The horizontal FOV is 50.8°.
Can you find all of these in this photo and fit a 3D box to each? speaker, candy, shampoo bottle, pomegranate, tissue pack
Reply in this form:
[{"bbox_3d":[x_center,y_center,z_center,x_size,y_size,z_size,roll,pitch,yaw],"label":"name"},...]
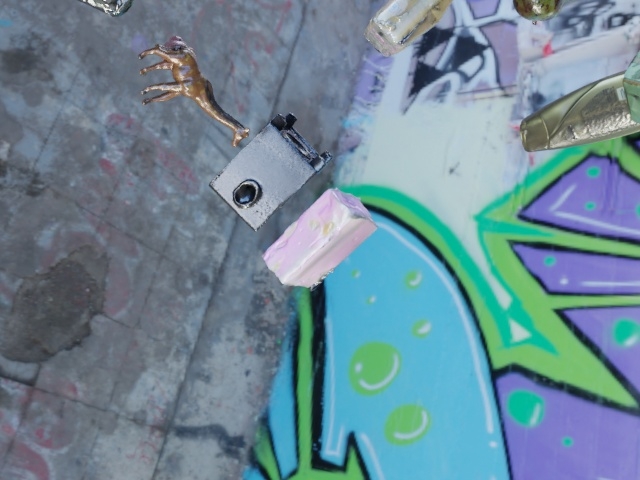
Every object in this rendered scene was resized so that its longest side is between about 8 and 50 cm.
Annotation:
[{"bbox_3d":[-0.123,-0.184,1.740,0.184,0.254,0.232,46,13,-4],"label":"speaker"},{"bbox_3d":[0.000,0.000,1.669,0.156,0.265,0.115,15,37,-55],"label":"candy"},{"bbox_3d":[0.586,-0.270,1.400,0.084,0.350,0.125,-39,107,-48],"label":"shampoo bottle"},{"bbox_3d":[0.600,-0.675,1.826,0.148,0.149,0.169,-53,164,-40],"label":"pomegranate"},{"bbox_3d":[0.238,-0.572,1.640,0.257,0.215,0.123,-43,99,2],"label":"tissue pack"}]

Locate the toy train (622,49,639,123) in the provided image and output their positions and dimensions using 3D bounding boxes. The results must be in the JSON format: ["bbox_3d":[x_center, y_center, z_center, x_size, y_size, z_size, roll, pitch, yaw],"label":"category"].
[{"bbox_3d":[0.669,-0.245,1.124,0.159,0.326,0.129,-49,134,-6],"label":"toy train"}]

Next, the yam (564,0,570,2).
[{"bbox_3d":[0.729,-0.731,1.954,0.078,0.179,0.078,-5,99,-34],"label":"yam"}]

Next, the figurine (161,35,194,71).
[{"bbox_3d":[-0.323,-0.413,1.512,0.071,0.067,0.083,69,22,-77],"label":"figurine"}]

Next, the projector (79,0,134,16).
[{"bbox_3d":[-0.393,-0.669,1.246,0.242,0.395,0.405,21,110,-27],"label":"projector"}]

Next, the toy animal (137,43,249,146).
[{"bbox_3d":[-0.275,-0.313,1.473,0.066,0.230,0.224,-134,-139,-77],"label":"toy animal"}]
